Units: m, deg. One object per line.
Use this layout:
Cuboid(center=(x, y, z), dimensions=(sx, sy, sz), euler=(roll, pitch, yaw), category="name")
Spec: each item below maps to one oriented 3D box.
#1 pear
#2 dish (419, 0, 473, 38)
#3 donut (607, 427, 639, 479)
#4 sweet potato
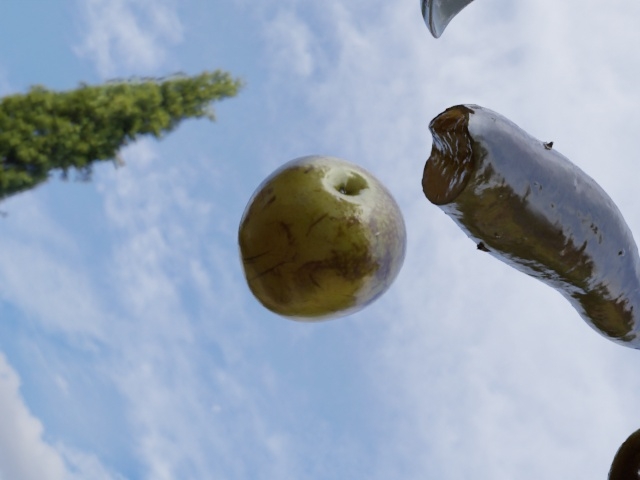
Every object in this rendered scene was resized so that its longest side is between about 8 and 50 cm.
Cuboid(center=(0.000, 0.000, 1.554), dimensions=(0.280, 0.280, 0.281), euler=(25, -52, 37), category="pear")
Cuboid(center=(0.201, -0.405, 1.395), dimensions=(0.077, 0.151, 0.212), euler=(47, -9, 12), category="dish")
Cuboid(center=(0.569, 0.399, 1.356), dimensions=(0.330, 0.160, 0.330), euler=(-8, -109, 23), category="donut")
Cuboid(center=(0.142, -0.004, 0.583), dimensions=(0.243, 0.077, 0.077), euler=(35, -25, -34), category="sweet potato")
